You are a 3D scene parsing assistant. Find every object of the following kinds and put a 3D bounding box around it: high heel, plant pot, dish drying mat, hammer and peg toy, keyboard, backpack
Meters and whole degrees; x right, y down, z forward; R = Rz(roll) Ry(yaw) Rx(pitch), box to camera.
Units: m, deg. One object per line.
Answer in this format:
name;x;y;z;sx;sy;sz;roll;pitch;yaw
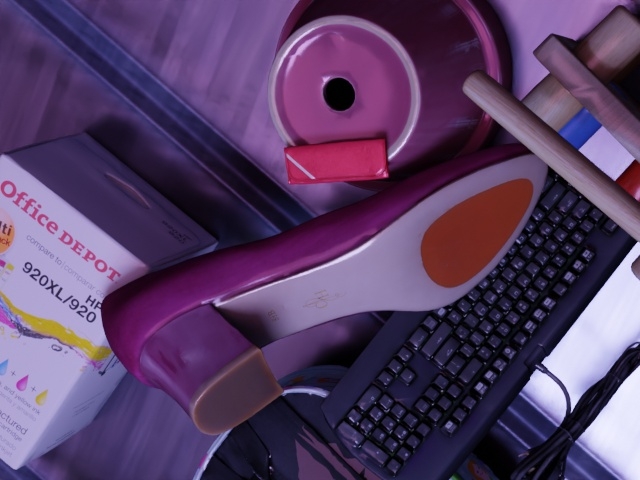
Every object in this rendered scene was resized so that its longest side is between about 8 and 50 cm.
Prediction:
high heel;0.000;0.000;1.640;0.181;0.377;0.127;42;155;44
plant pot;0.044;-0.130;1.655;0.201;0.180;0.201;3;102;16
dish drying mat;0.012;-0.062;1.577;0.083;0.008;0.032;-4;99;18
hammer and peg toy;0.257;-0.066;1.504;0.127;0.361;0.266;-45;84;11
keyboard;0.165;0.089;1.653;0.201;0.033;0.317;38;77;8
backpack;0.021;0.234;1.726;0.253;0.191;0.225;35;105;1

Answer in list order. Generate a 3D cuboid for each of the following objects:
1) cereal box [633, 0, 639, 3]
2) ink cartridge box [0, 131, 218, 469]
cereal box;0.335;-0.239;1.541;0.240;0.047;0.173;36;114;48
ink cartridge box;-0.242;0.048;1.785;0.171;0.168;0.232;38;108;8
